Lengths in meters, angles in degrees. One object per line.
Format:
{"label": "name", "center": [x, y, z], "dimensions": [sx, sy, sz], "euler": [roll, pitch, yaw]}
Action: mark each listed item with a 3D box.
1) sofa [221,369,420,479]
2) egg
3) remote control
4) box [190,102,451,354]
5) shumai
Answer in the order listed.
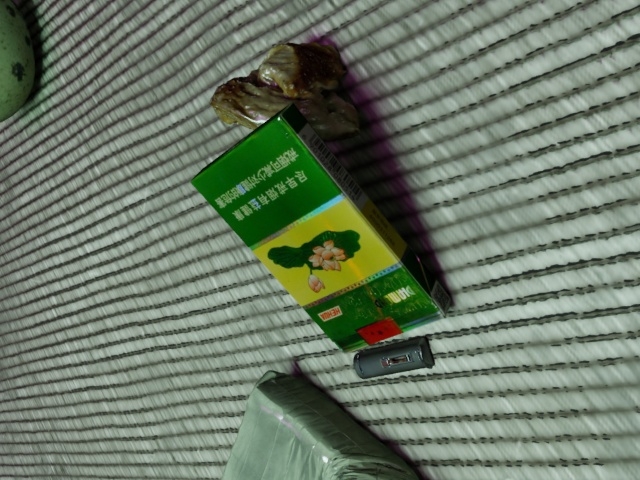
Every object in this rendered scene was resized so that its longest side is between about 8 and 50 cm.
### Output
{"label": "sofa", "center": [-0.037, 0.281, 0.670], "dimensions": [0.225, 0.176, 0.210], "euler": [36, 117, 31]}
{"label": "egg", "center": [-0.524, -0.283, 1.011], "dimensions": [0.177, 0.177, 0.228], "euler": [1, 85, 40]}
{"label": "remote control", "center": [0.069, 0.119, 0.666], "dimensions": [0.091, 0.016, 0.034], "euler": [-22, 86, 40]}
{"label": "box", "center": [0.000, 0.000, 0.623], "dimensions": [0.132, 0.034, 0.235], "euler": [-29, 109, 38]}
{"label": "shumai", "center": [-0.038, -0.139, 0.646], "dimensions": [0.139, 0.123, 0.105], "euler": [-10, 96, 12]}
